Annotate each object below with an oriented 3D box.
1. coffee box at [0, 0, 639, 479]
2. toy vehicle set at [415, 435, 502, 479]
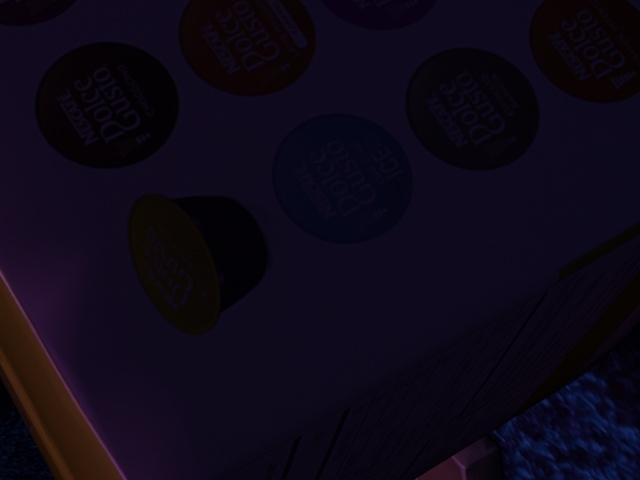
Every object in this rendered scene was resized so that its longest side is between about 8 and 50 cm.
[{"bbox_3d":[-0.028,-0.052,0.653,0.338,0.334,0.338,56,162,16],"label":"coffee box"},{"bbox_3d":[0.074,0.165,1.200,0.267,0.035,0.166,45,156,42],"label":"toy vehicle set"}]
